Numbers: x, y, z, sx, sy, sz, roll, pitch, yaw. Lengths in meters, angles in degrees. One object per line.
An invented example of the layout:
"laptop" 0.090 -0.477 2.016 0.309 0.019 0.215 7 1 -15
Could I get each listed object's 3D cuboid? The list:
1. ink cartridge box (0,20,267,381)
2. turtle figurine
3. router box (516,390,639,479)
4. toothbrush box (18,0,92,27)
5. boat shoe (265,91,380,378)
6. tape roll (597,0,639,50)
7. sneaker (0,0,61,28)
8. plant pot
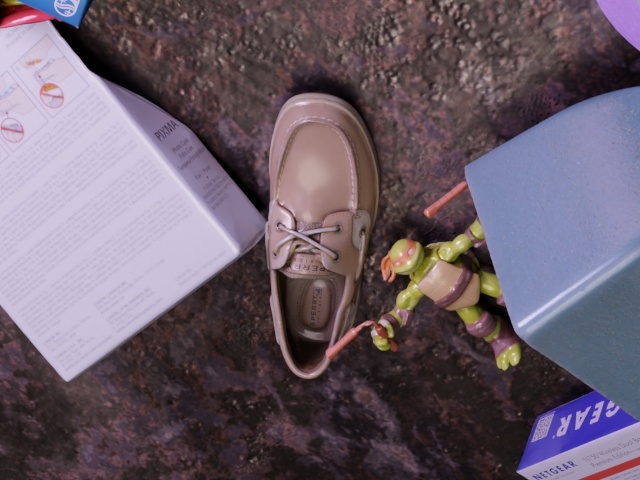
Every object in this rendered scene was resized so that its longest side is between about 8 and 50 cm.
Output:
"ink cartridge box" -0.293 -0.070 1.970 0.308 0.091 0.385 -36 96 31
"turtle figurine" 0.145 0.059 1.947 0.217 0.087 0.269 31 108 -23
"router box" 0.437 0.266 1.967 0.301 0.082 0.335 34 149 -14
"toothbrush box" -0.210 -0.384 1.618 0.126 0.216 0.295 24 127 -7
"boat shoe" 0.000 0.000 1.921 0.121 0.110 0.341 4 126 9
"tape roll" 0.388 -0.258 1.605 0.274 0.090 0.275 20 149 13
"sneaker" -0.354 -0.267 1.782 0.279 0.118 0.107 2 125 24
"plant pot" 0.334 -0.011 1.744 0.252 0.248 0.247 -39 130 24
